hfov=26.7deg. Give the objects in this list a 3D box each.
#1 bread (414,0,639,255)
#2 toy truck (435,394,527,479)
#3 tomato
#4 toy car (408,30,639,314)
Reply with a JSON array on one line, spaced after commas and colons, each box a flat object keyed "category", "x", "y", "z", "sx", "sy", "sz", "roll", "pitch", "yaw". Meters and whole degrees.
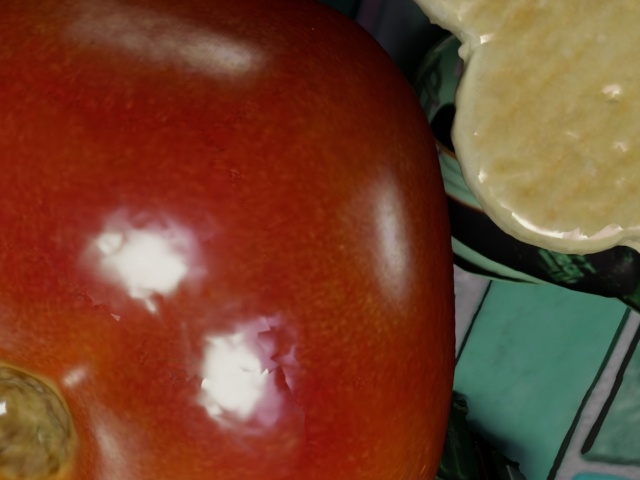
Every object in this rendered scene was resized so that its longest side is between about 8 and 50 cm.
[{"category": "bread", "x": 0.182, "y": -0.117, "z": 0.537, "sx": 0.316, "sy": 0.054, "sz": 0.316, "roll": 0, "pitch": 91, "yaw": 0}, {"category": "toy truck", "x": 0.006, "y": 0.135, "z": 0.753, "sx": 0.259, "sy": 0.088, "sz": 0.121, "roll": 24, "pitch": 118, "yaw": -20}, {"category": "tomato", "x": -0.072, "y": 0.019, "z": 0.544, "sx": 0.298, "sy": 0.226, "sz": 0.298, "roll": 8, "pitch": 113, "yaw": 18}, {"category": "toy car", "x": 0.189, "y": -0.020, "z": 0.634, "sx": 0.306, "sy": 0.125, "sz": 0.136, "roll": 6, "pitch": 129, "yaw": -10}]
